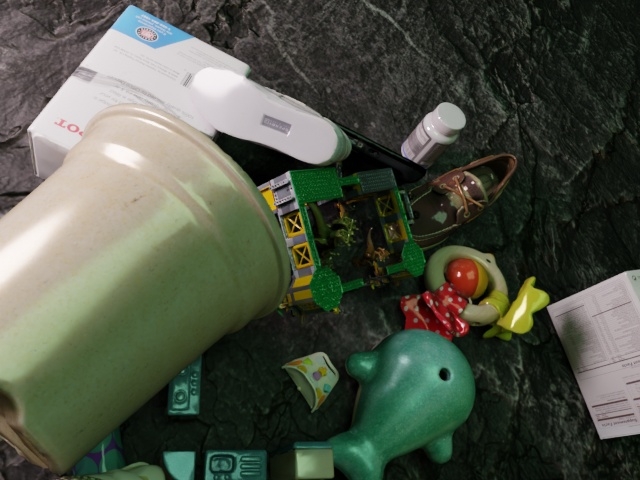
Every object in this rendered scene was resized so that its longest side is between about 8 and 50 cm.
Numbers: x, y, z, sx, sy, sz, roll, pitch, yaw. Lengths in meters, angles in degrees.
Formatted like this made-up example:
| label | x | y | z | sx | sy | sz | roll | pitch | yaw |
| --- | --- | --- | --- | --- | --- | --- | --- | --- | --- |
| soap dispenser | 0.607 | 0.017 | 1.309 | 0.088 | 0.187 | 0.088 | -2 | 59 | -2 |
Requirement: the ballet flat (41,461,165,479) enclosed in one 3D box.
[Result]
| label | x | y | z | sx | sy | sz | roll | pitch | yaw |
| --- | --- | --- | --- | --- | --- | --- | --- | --- | --- |
| ballet flat | -0.169 | 0.356 | 0.557 | 0.482 | 0.164 | 0.182 | 50 | 24 | -22 |

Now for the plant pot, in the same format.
| label | x | y | z | sx | sy | sz | roll | pitch | yaw |
| --- | --- | --- | --- | --- | --- | --- | --- | --- | --- |
| plant pot | -0.255 | 0.064 | 0.593 | 0.334 | 0.334 | 0.305 | 40 | 51 | 0 |

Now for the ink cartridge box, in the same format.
| label | x | y | z | sx | sy | sz | roll | pitch | yaw |
| --- | --- | --- | --- | --- | --- | --- | --- | --- | --- |
| ink cartridge box | -0.279 | -0.198 | 0.856 | 0.223 | 0.129 | 0.307 | 26 | 57 | -11 |

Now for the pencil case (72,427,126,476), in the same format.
| label | x | y | z | sx | sy | sz | roll | pitch | yaw |
| --- | --- | --- | --- | --- | --- | --- | --- | --- | --- |
| pencil case | -0.283 | 0.260 | 0.657 | 0.070 | 0.064 | 0.151 | -17 | 68 | 1 |

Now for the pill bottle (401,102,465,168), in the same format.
| label | x | y | z | sx | sy | sz | roll | pitch | yaw |
| --- | --- | --- | --- | --- | --- | --- | --- | --- | --- |
| pill bottle | 0.230 | -0.213 | 1.076 | 0.078 | 0.137 | 0.078 | 10 | 61 | -19 |

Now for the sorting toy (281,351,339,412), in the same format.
| label | x | y | z | sx | sy | sz | roll | pitch | yaw |
| --- | --- | --- | --- | --- | --- | --- | --- | --- | --- |
| sorting toy | -0.005 | 0.210 | 0.823 | 0.075 | 0.045 | 0.083 | -24 | 75 | -51 |

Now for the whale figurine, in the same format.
| label | x | y | z | sx | sy | sz | roll | pitch | yaw |
| --- | --- | --- | --- | --- | --- | --- | --- | --- | --- |
| whale figurine | 0.125 | 0.249 | 0.791 | 0.216 | 0.141 | 0.272 | 48 | 57 | 5 |

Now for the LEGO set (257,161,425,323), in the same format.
| label | x | y | z | sx | sy | sz | roll | pitch | yaw |
| --- | --- | --- | --- | --- | --- | --- | --- | --- | --- |
| LEGO set | 0.000 | 0.000 | 0.874 | 0.331 | 0.192 | 0.254 | -25 | 95 | -45 |

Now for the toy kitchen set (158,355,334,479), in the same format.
| label | x | y | z | sx | sy | sz | roll | pitch | yaw |
| --- | --- | --- | --- | --- | --- | --- | --- | --- | --- |
| toy kitchen set | -0.102 | 0.238 | 0.711 | 0.207 | 0.122 | 0.165 | 7 | 62 | -20 |

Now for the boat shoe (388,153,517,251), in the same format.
| label | x | y | z | sx | sy | sz | roll | pitch | yaw |
| --- | --- | --- | --- | --- | --- | --- | --- | --- | --- |
| boat shoe | 0.271 | -0.089 | 1.038 | 0.342 | 0.123 | 0.123 | -25 | 76 | -31 |

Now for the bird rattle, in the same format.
| label | x | y | z | sx | sy | sz | roll | pitch | yaw |
| --- | --- | --- | --- | --- | --- | --- | --- | --- | --- |
| bird rattle | 0.262 | 0.103 | 0.966 | 0.254 | 0.143 | 0.206 | 1 | 52 | -8 |

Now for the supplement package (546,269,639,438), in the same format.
| label | x | y | z | sx | sy | sz | roll | pitch | yaw |
| --- | --- | --- | --- | --- | --- | --- | --- | --- | --- |
| supplement package | 0.609 | 0.206 | 0.985 | 0.200 | 0.198 | 0.262 | -3 | 66 | -25 |

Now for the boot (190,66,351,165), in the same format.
| label | x | y | z | sx | sy | sz | roll | pitch | yaw |
| --- | --- | --- | --- | --- | --- | --- | --- | --- | --- |
| boot | -0.073 | -0.187 | 0.835 | 0.259 | 0.095 | 0.123 | 30 | 11 | 9 |

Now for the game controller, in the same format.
| label | x | y | z | sx | sy | sz | roll | pitch | yaw |
| --- | --- | --- | --- | --- | --- | --- | --- | --- | --- |
| game controller | 0.043 | -0.188 | 0.977 | 0.320 | 0.166 | 0.067 | 24 | 86 | -10 |
